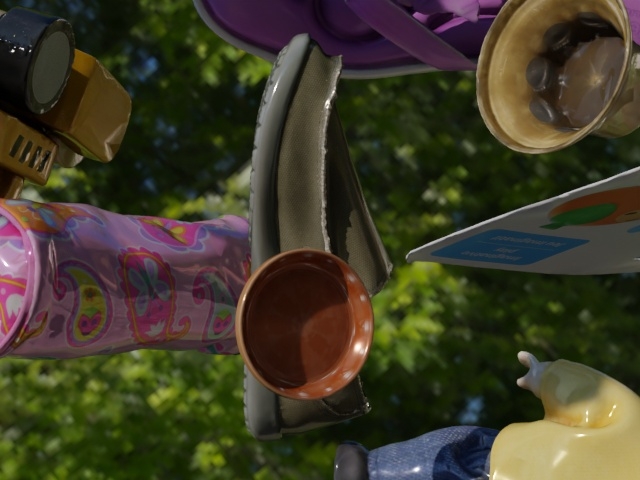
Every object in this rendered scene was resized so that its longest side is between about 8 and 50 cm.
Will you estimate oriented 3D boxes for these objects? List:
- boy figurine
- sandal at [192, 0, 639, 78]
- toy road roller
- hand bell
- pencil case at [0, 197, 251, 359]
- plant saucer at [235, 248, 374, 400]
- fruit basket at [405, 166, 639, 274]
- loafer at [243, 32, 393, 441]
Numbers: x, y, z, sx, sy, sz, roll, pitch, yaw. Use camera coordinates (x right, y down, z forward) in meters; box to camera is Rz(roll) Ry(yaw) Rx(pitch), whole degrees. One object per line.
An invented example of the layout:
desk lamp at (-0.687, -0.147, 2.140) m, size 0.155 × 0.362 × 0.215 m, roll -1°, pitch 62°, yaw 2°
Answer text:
boy figurine at (0.150, 0.151, 0.934) m, size 0.285 × 0.177 × 0.092 m, roll -9°, pitch -18°, yaw 17°
sandal at (0.115, -0.192, 1.144) m, size 0.416 × 0.102 × 0.169 m, roll 4°, pitch -80°, yaw -9°
toy road roller at (-0.347, -0.106, 1.553) m, size 0.329 × 0.202 × 0.241 m, roll 42°, pitch -113°, yaw -76°
hand bell at (0.234, -0.095, 1.105) m, size 0.242 × 0.126 × 0.126 m, roll 15°, pitch -60°, yaw -43°
pencil case at (-0.154, 0.034, 1.174) m, size 0.284 × 0.124 × 0.124 m, roll 4°, pitch -52°, yaw -54°
plant saucer at (-0.009, 0.046, 0.863) m, size 0.083 × 0.083 × 0.013 m, roll -29°, pitch 11°, yaw -25°
fruit basket at (0.268, -0.020, 0.623) m, size 0.327 × 0.165 × 0.353 m, roll 4°, pitch -23°, yaw -42°
loafer at (0.000, 0.000, 0.954) m, size 0.094 × 0.087 × 0.251 m, roll -93°, pitch 5°, yaw -75°
